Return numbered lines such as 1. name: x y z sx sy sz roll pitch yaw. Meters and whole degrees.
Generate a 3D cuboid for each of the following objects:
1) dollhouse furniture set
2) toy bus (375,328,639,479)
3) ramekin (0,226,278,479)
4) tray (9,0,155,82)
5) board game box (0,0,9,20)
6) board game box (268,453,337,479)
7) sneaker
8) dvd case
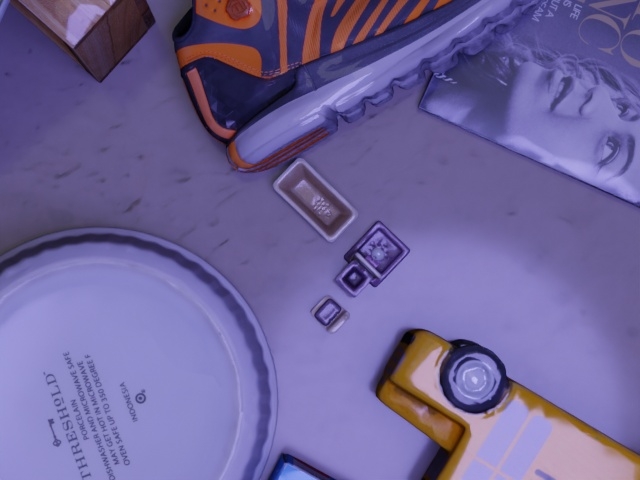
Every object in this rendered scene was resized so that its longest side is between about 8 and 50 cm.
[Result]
1. dollhouse furniture set: 0.000 0.000 1.422 0.114 0.081 0.091 44 88 1
2. toy bus: 0.186 0.193 1.407 0.333 0.108 0.130 31 89 0
3. ramekin: -0.163 0.120 1.383 0.273 0.127 0.273 0 86 -6
4. tray: -0.299 -0.287 1.366 0.411 0.203 0.076 41 87 0
5. board game box: -0.382 -0.233 1.298 0.390 0.390 0.050 39 48 2
6. board game box: 0.035 0.365 1.407 0.308 0.086 0.302 28 88 0
7. sneaker: 0.032 -0.200 1.401 0.321 0.124 0.180 -29 84 0
8. dvd case: 0.209 -0.132 1.463 0.221 0.018 0.164 24 87 0
